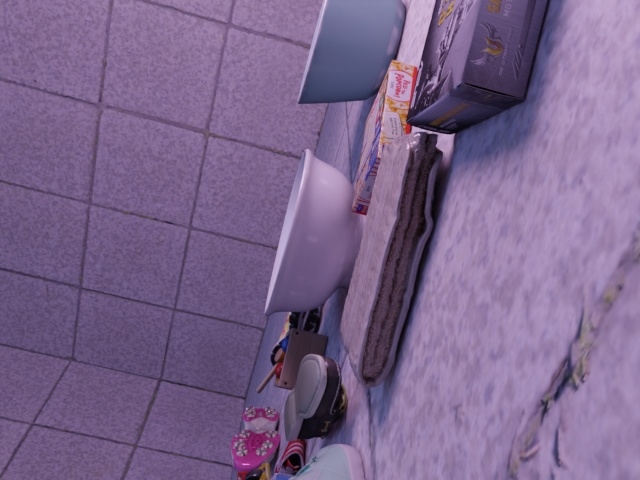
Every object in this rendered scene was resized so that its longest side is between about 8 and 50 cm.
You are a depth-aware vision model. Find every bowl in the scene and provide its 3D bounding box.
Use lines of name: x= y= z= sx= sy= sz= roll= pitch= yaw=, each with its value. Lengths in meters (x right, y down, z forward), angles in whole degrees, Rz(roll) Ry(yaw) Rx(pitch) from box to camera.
bowl: x=0.069 y=-0.412 z=1.263 sx=0.311 sy=0.163 sz=0.312 roll=-167 pitch=90 yaw=-84
bowl: x=0.000 y=0.000 z=1.079 sx=0.298 sy=0.134 sz=0.298 roll=-167 pitch=90 yaw=-84

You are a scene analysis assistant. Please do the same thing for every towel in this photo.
towel: x=0.080 y=0.012 z=0.737 sx=0.187 sy=0.049 sz=0.282 roll=-113 pitch=37 yaw=-82

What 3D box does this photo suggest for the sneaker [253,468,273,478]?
sneaker: x=-0.145 y=0.588 z=1.368 sx=0.240 sy=0.091 sz=0.126 roll=-59 pitch=4 yaw=46

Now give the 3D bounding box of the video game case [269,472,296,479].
video game case: x=-0.090 y=0.540 z=1.011 sx=0.244 sy=0.061 sz=0.270 roll=112 pitch=170 yaw=-58

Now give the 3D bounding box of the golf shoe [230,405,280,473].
golf shoe: x=-0.158 y=0.523 z=1.535 sx=0.306 sy=0.115 sz=0.140 roll=-64 pitch=-20 yaw=-83

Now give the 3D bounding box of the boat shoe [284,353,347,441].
boat shoe: x=-0.001 y=0.222 z=0.872 sx=0.228 sy=0.068 sz=0.081 roll=112 pitch=158 yaw=-54

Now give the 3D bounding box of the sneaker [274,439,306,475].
sneaker: x=-0.057 y=0.406 z=1.098 sx=0.067 sy=0.042 sz=0.119 roll=-85 pitch=13 yaw=-74

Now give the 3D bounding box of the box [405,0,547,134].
box: x=0.151 y=-0.226 z=0.572 sx=0.183 sy=0.056 sz=0.231 roll=-165 pitch=89 yaw=-85

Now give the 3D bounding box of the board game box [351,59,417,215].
board game box: x=0.098 y=-0.155 z=0.956 sx=0.147 sy=0.045 sz=0.194 roll=114 pitch=169 yaw=-59

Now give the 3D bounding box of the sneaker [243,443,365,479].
sneaker: x=-0.033 y=0.271 z=0.675 sx=0.256 sy=0.151 sz=0.094 roll=147 pitch=136 yaw=-83

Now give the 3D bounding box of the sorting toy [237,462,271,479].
sorting toy: x=-0.149 y=0.571 z=1.193 sx=0.132 sy=0.046 sz=0.275 roll=-21 pitch=57 yaw=46

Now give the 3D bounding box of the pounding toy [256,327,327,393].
pounding toy: x=-0.058 y=0.243 z=1.205 sx=0.141 sy=0.100 sz=0.130 roll=126 pitch=157 yaw=-74

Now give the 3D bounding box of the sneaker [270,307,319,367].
sneaker: x=-0.046 y=0.201 z=1.367 sx=0.094 sy=0.081 sz=0.209 roll=-72 pitch=5 yaw=-68
